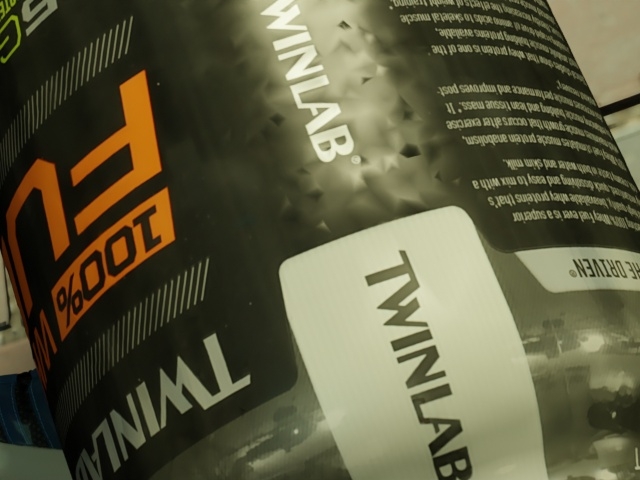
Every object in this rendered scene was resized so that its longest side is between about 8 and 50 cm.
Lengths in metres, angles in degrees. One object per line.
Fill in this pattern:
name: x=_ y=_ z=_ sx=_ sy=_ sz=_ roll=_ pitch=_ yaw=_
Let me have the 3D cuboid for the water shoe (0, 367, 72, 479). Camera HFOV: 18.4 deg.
water shoe: x=-0.104 y=0.077 z=0.797 sx=0.203 sy=0.073 sz=0.080 roll=8 pitch=60 yaw=29

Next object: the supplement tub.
supplement tub: x=0.000 y=0.000 z=0.659 sx=0.207 sy=0.207 sz=0.338 roll=-33 pitch=62 yaw=21
